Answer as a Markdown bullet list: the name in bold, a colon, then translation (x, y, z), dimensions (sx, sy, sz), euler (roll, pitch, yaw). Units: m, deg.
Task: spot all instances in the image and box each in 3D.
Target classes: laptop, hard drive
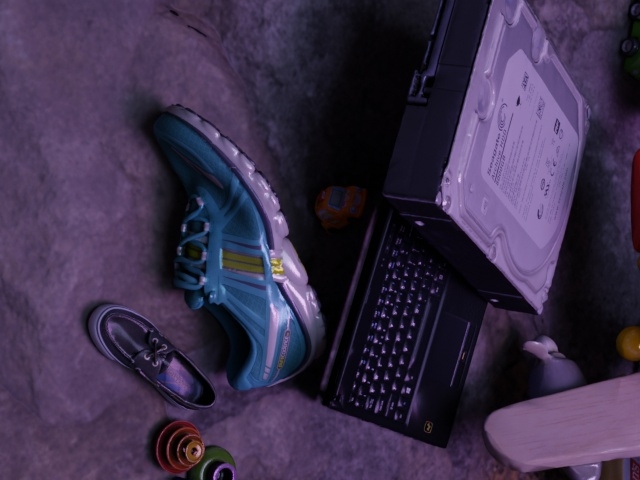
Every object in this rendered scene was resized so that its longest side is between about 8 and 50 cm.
- **laptop**: translation (0.101, 0.066, 1.618), dimensions (0.264, 0.136, 0.234), euler (24, 79, -37)
- **hard drive**: translation (0.171, -0.088, 1.614), dimensions (0.339, 0.064, 0.237), euler (41, 61, -59)

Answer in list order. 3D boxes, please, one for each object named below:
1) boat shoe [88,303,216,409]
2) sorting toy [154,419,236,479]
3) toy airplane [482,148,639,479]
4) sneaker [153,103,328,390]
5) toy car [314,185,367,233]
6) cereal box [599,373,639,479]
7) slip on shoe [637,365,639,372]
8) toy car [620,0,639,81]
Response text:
- **boat shoe**: translation (-0.144, 0.103, 1.489), dimensions (0.142, 0.040, 0.049), euler (43, 68, -32)
- **sorting toy**: translation (-0.108, 0.206, 1.525), dimensions (0.102, 0.042, 0.061), euler (40, 69, -33)
- **toy airplane**: translation (0.407, 0.139, 1.715), dimensions (0.386, 0.272, 0.384), euler (31, 80, -2)
- **sneaker**: translation (-0.084, 0.010, 1.497), dimensions (0.110, 0.107, 0.275), euler (-29, 108, -18)
- **toy car**: translation (0.000, 0.000, 1.585), dimensions (0.040, 0.060, 0.122), euler (31, 74, -24)
- **cereal box**: translation (0.381, 0.281, 1.835), dimensions (0.240, 0.047, 0.173), euler (44, 35, -23)
- **slip on shoe**: translation (0.449, 0.053, 1.913), dimensions (0.123, 0.101, 0.331), euler (22, 78, -35)
- **toy car**: translation (0.391, -0.285, 1.871), dimensions (0.239, 0.053, 0.225), euler (18, 82, -37)
